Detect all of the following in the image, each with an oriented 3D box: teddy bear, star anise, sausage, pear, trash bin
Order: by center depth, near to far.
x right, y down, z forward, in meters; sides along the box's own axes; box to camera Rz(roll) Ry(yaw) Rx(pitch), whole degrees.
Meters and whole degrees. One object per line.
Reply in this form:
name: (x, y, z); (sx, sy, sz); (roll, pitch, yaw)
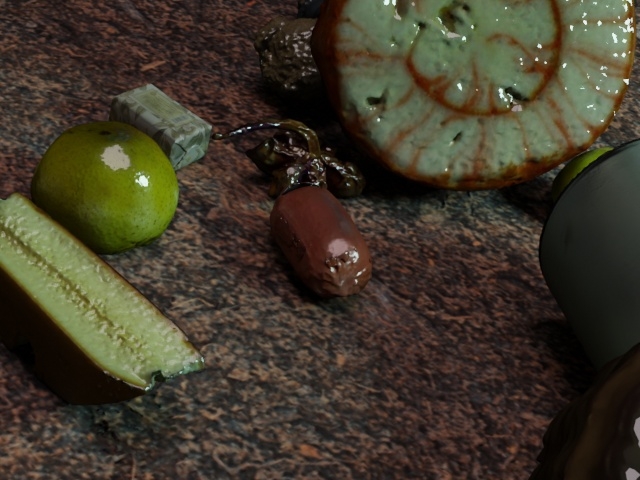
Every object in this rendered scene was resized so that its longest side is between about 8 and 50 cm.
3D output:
trash bin: (0.338, 0.062, 1.412); (0.217, 0.277, 0.262); (45, 13, -36)
pear: (-0.198, -0.061, 1.487); (0.141, 0.104, 0.141); (14, 36, -10)
sausage: (0.000, 0.000, 1.506); (0.076, 0.076, 0.141); (-3, 39, -24)
star anise: (-0.036, -0.085, 1.600); (0.190, 0.070, 0.097); (-1, 48, -42)
pear: (0.296, -0.055, 1.681); (0.092, 0.097, 0.092); (19, 61, -40)
teddy bear: (0.046, -0.221, 1.772); (0.251, 0.129, 0.182); (-12, 42, -35)

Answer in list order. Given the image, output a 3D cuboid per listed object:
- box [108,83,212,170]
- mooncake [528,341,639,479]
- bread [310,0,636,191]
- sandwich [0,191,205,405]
box: (-0.164, -0.115, 1.619); (0.098, 0.045, 0.062); (36, 40, 27)
mooncake: (0.311, 0.204, 1.135); (0.324, 0.187, 0.324); (0, 76, -2)
bread: (0.161, -0.199, 1.637); (0.327, 0.295, 0.114); (-22, 15, -4)
sandwich: (-0.206, 0.067, 1.326); (0.090, 0.088, 0.244); (-31, 59, -35)
